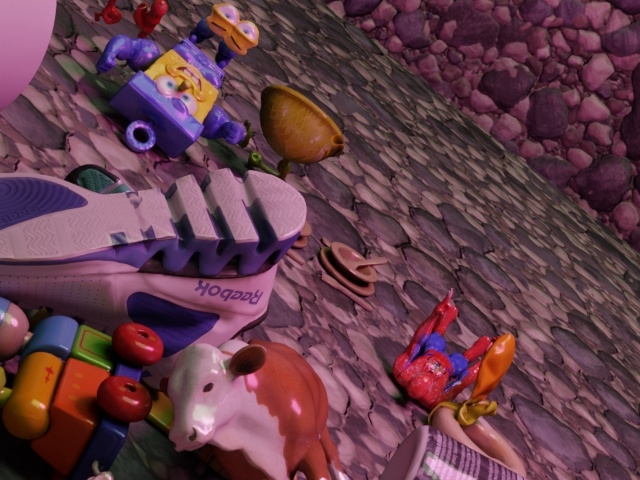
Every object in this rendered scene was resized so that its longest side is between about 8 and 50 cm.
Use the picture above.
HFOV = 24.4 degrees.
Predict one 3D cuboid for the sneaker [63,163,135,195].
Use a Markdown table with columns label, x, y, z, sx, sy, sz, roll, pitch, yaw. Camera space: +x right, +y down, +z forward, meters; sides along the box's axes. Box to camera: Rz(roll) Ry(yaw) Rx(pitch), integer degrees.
| label | x | y | z | sx | sy | sz | roll | pitch | yaw |
| --- | --- | --- | --- | --- | --- | --- | --- | --- | --- |
| sneaker | -0.175 | 0.025 | 1.448 | 0.223 | 0.083 | 0.098 | 51 | 0 | 18 |

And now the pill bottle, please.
| label | x | y | z | sx | sy | sz | roll | pitch | yaw |
| --- | --- | --- | --- | --- | --- | --- | --- | --- | --- |
| pill bottle | 0.169 | 0.280 | 1.351 | 0.246 | 0.130 | 0.130 | 30 | 19 | -4 |

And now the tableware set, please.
| label | x | y | z | sx | sy | sz | roll | pitch | yaw |
| --- | --- | --- | --- | --- | --- | --- | --- | --- | --- |
| tableware set | 0.000 | 0.000 | 1.867 | 0.194 | 0.039 | 0.128 | 35 | 19 | -15 |

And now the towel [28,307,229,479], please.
| label | x | y | z | sx | sy | sz | roll | pitch | yaw |
| --- | --- | --- | --- | --- | --- | --- | --- | --- | --- |
| towel | -0.148 | 0.126 | 1.316 | 0.237 | 0.021 | 0.102 | 39 | 18 | -4 |

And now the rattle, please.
| label | x | y | z | sx | sy | sz | roll | pitch | yaw |
| --- | --- | --- | --- | --- | --- | --- | --- | --- | --- |
| rattle | 0.221 | 0.226 | 1.631 | 0.130 | 0.143 | 0.199 | 49 | 2 | -40 |

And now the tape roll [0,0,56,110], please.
| label | x | y | z | sx | sy | sz | roll | pitch | yaw |
| --- | --- | --- | --- | --- | --- | --- | --- | --- | --- |
| tape roll | -0.382 | -0.223 | 1.314 | 0.246 | 0.246 | 0.169 | 46 | 20 | 16 |

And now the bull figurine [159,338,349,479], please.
| label | x | y | z | sx | sy | sz | roll | pitch | yaw |
| --- | --- | --- | --- | --- | --- | --- | --- | --- | --- |
| bull figurine | -0.041 | 0.157 | 1.187 | 0.310 | 0.101 | 0.188 | -22 | 91 | -83 |

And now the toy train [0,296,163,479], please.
| label | x | y | z | sx | sy | sz | roll | pitch | yaw |
| --- | --- | --- | --- | --- | --- | --- | --- | --- | --- |
| toy train | -0.207 | 0.130 | 1.081 | 0.143 | 0.105 | 0.248 | 26 | 21 | -10 |

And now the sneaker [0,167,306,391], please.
| label | x | y | z | sx | sy | sz | roll | pitch | yaw |
| --- | --- | --- | --- | --- | --- | --- | --- | --- | --- |
| sneaker | -0.173 | 0.047 | 1.250 | 0.316 | 0.182 | 0.127 | -2 | 35 | -14 |

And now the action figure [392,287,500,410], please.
| label | x | y | z | sx | sy | sz | roll | pitch | yaw |
| --- | --- | --- | --- | --- | --- | --- | --- | --- | --- |
| action figure | 0.165 | 0.118 | 1.777 | 0.091 | 0.139 | 0.280 | 41 | 21 | 5 |

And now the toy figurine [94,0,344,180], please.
| label | x | y | z | sx | sy | sz | roll | pitch | yaw |
| --- | --- | --- | --- | --- | --- | --- | --- | --- | --- |
| toy figurine | -0.170 | -0.154 | 1.825 | 0.362 | 0.191 | 0.217 | 44 | 47 | -13 |
